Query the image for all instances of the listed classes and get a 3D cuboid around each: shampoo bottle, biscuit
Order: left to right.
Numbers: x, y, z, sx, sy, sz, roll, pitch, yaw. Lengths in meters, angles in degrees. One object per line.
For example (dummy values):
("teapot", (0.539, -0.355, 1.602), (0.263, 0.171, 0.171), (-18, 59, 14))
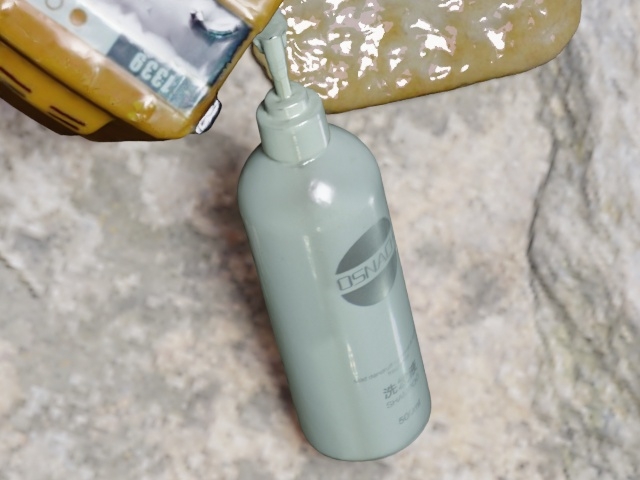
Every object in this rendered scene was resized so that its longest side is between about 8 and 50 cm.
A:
("shampoo bottle", (0.000, 0.000, 0.721), (0.056, 0.056, 0.195), (-27, 132, -13))
("biscuit", (0.042, -0.096, 0.799), (0.147, 0.018, 0.071), (-14, 97, -16))

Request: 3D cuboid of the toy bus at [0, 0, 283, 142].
("toy bus", (-0.075, -0.093, 0.674), (0.098, 0.201, 0.114), (34, 85, -13))
